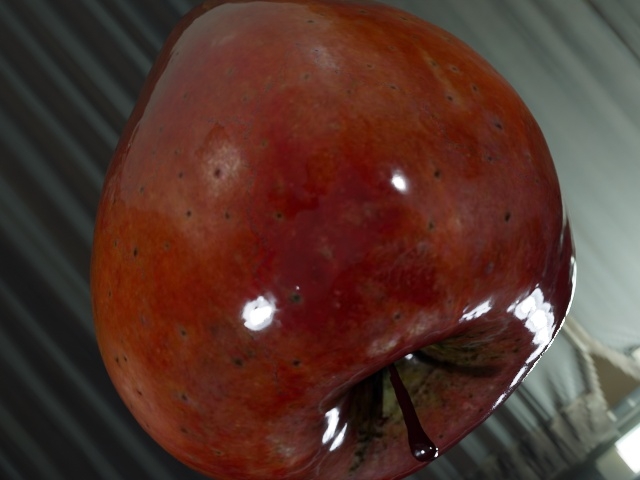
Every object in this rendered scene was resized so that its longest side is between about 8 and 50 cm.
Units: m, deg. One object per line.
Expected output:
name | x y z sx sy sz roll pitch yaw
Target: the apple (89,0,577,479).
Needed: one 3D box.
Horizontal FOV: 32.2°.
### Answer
apple | -0.001 0.002 0.500 0.234 0.234 0.234 -41 -177 2
